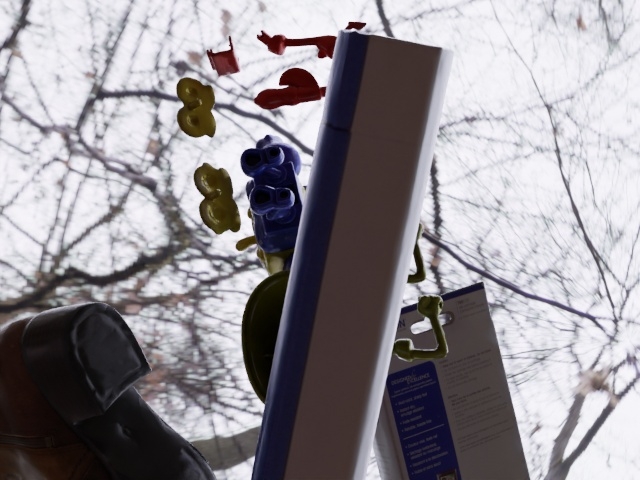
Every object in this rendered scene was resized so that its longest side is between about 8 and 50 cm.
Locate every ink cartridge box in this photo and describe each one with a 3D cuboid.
[{"bbox_3d":[0.143,0.225,1.247,0.165,0.065,0.333,-14,-85,-25],"label":"ink cartridge box"}]

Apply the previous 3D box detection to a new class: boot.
[{"bbox_3d":[-0.222,0.192,0.840,0.280,0.096,0.264,-18,-75,36],"label":"boot"}]

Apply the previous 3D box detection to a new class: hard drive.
[{"bbox_3d":[0.001,0.074,0.465,0.040,0.210,0.319,11,-79,2],"label":"hard drive"}]

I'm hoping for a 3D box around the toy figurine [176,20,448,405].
[{"bbox_3d":[0.000,0.000,1.053,0.191,0.217,0.362,-16,-112,0],"label":"toy figurine"}]
